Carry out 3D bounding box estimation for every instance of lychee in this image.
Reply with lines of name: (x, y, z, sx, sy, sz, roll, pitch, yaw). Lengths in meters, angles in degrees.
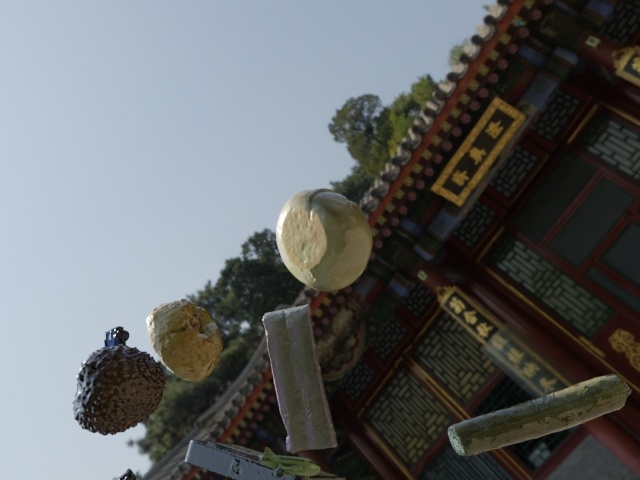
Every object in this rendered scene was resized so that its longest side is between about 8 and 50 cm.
lychee: (-0.407, 0.302, 1.116, 0.188, 0.188, 0.188, -32, -33, -23)

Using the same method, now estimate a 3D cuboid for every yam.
yam: (0.436, 0.347, 1.094, 0.372, 0.083, 0.083, -14, -36, -7)

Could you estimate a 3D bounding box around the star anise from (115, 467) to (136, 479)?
star anise: (-0.486, 0.669, 1.288, 0.212, 0.129, 0.282, -115, 45, -82)

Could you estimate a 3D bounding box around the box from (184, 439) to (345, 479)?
box: (-0.132, 0.543, 1.306, 0.211, 0.350, 0.058, 36, -119, -51)

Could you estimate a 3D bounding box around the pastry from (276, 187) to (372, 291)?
pastry: (0.000, 0.000, 0.818, 0.092, 0.156, 0.156, -3, -51, -47)

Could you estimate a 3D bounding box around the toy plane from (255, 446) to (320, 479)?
toy plane: (-0.055, 0.382, 0.936, 0.102, 0.111, 0.040, 139, 151, -77)

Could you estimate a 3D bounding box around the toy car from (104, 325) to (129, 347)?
toy car: (-0.485, 0.308, 1.319, 0.063, 0.103, 0.216, -4, -64, -16)

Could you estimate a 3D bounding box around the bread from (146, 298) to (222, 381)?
bread: (-0.368, 0.272, 1.552, 0.134, 0.244, 0.244, -38, -28, 12)

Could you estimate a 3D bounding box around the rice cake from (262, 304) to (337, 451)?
rice cake: (-0.046, 0.290, 1.152, 0.106, 0.297, 0.050, -12, -10, 5)
